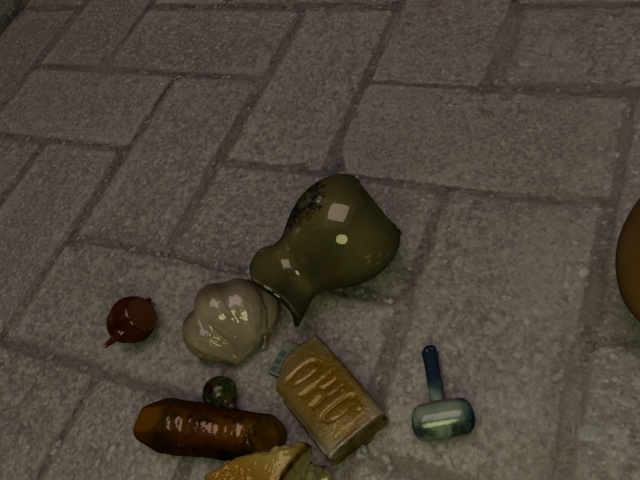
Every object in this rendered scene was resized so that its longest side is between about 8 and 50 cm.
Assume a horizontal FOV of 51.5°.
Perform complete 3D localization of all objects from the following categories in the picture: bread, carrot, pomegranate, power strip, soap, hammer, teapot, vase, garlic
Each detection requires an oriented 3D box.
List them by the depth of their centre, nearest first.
[{"bbox_3d":[-0.099,0.488,1.158,0.224,0.184,0.211,-13,53,14],"label":"bread"},{"bbox_3d":[0.224,0.284,1.269,0.116,0.069,0.194,-13,47,11],"label":"hammer"},{"bbox_3d":[0.010,0.312,1.317,0.140,0.073,0.232,-35,50,-13],"label":"soap"},{"bbox_3d":[-0.227,0.383,1.328,0.301,0.114,0.114,1,56,20],"label":"carrot"},{"bbox_3d":[-0.211,0.326,1.388,0.073,0.073,0.084,-21,41,4],"label":"pomegranate"},{"bbox_3d":[-0.076,0.256,1.424,0.040,0.016,0.090,16,62,29],"label":"power strip"},{"bbox_3d":[-0.199,0.161,1.462,0.229,0.143,0.178,-31,49,-15],"label":"garlic"},{"bbox_3d":[0.000,0.000,1.481,0.302,0.241,0.329,-40,23,6],"label":"vase"},{"bbox_3d":[-0.451,0.190,1.560,0.116,0.116,0.173,-4,28,17],"label":"teapot"}]

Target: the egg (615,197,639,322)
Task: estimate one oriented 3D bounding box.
[{"bbox_3d":[0.686,0.010,1.149,0.374,0.301,0.301,-43,52,0],"label":"egg"}]
